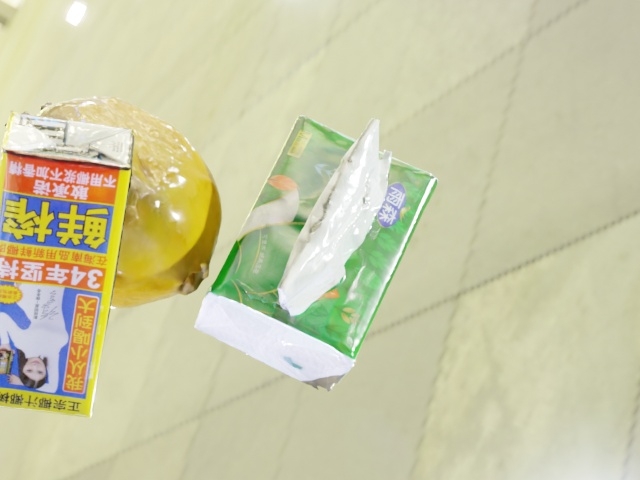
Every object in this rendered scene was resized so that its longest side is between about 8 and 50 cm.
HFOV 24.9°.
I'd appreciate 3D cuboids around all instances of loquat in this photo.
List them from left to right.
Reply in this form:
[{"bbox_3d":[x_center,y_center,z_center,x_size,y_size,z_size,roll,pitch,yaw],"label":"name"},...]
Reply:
[{"bbox_3d":[-0.195,-0.036,1.310,0.176,0.234,0.187,-53,-7,13],"label":"loquat"}]

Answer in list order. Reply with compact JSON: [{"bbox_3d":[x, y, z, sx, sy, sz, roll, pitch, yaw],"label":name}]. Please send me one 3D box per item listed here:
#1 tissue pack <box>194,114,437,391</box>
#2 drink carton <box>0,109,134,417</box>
[{"bbox_3d":[0.001,0.001,1.327,0.209,0.148,0.156,-63,1,-26],"label":"tissue pack"},{"bbox_3d":[-0.150,0.016,0.807,0.056,0.071,0.165,-94,16,-61],"label":"drink carton"}]
